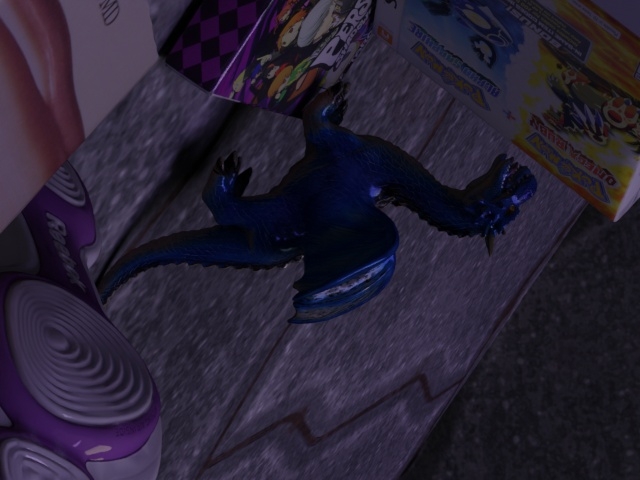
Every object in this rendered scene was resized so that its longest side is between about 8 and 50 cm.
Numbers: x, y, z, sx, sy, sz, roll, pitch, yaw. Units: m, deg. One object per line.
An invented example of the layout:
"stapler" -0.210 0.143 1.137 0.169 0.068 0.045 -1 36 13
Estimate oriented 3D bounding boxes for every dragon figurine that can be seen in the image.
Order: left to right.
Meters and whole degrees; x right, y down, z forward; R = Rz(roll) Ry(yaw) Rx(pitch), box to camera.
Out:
"dragon figurine" 0.000 0.000 1.224 0.289 0.144 0.085 -33 169 -9

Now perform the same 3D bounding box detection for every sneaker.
"sneaker" -0.154 0.061 0.812 0.152 0.114 0.305 -42 -152 12

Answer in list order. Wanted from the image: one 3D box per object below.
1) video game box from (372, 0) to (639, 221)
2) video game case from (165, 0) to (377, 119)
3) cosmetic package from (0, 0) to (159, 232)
"video game box" 0.125 -0.125 1.140 0.048 0.205 0.187 -45 164 -19
"video game case" 0.016 -0.182 1.163 0.232 0.042 0.210 -56 166 8
"cosmetic package" -0.202 -0.022 0.664 0.296 0.129 0.153 -51 164 -14
